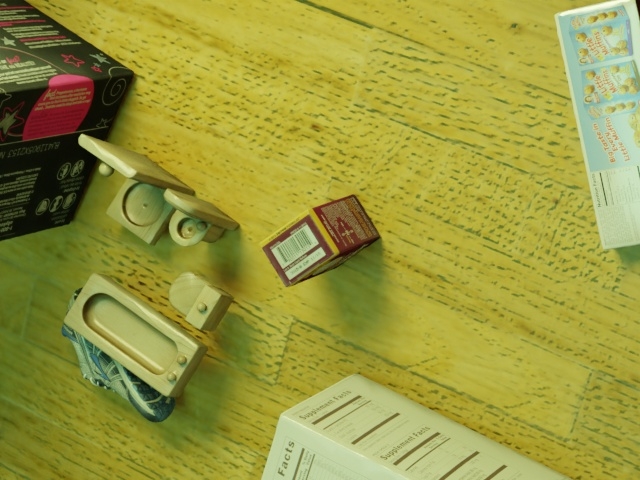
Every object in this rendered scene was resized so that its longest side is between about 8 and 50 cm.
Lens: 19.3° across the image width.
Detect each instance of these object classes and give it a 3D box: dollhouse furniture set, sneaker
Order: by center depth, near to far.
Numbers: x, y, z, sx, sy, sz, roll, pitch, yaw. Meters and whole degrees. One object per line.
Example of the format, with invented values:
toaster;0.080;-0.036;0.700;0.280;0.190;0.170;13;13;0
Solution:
dollhouse furniture set;-0.151;0.023;1.504;0.144;0.123;0.151;34;95;18
sneaker;-0.174;0.105;1.605;0.135;0.052;0.058;52;128;18

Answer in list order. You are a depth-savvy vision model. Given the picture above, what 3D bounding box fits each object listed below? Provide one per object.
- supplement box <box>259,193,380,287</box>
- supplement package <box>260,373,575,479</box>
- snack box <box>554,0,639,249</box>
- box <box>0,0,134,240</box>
supplement box;0.000;0.000;1.465;0.055;0.083;0.043;-36;83;29
supplement package;0.082;0.223;1.436;0.244;0.134;0.139;26;111;21
snack box;0.220;-0.085;1.367;0.064;0.022;0.178;-10;95;30
box;-0.297;-0.093;1.512;0.142;0.247;0.163;35;114;20
